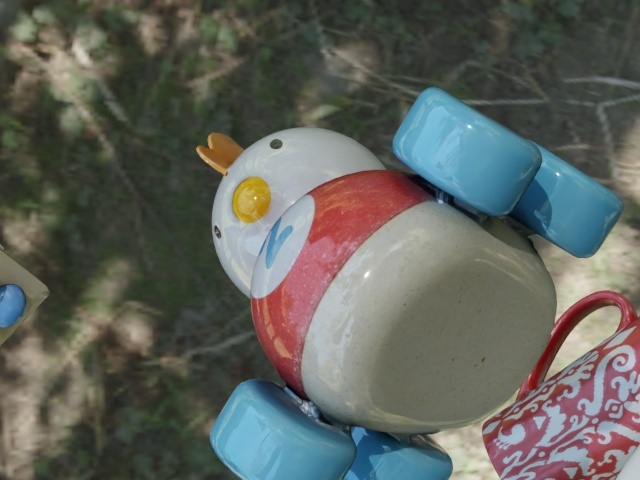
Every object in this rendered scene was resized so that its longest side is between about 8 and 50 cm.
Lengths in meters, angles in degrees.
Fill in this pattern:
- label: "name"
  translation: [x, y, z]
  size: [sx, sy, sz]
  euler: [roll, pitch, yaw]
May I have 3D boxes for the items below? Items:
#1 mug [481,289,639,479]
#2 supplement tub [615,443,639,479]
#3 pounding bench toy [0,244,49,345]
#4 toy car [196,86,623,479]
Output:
- label: "mug"
  translation: [0.223, 0.134, 1.274]
  size: [0.169, 0.150, 0.113]
  euler: [-35, 112, 17]
- label: "supplement tub"
  translation: [0.351, 0.243, 0.958]
  size: [0.241, 0.331, 0.241]
  euler: [-54, 24, 37]
- label: "pounding bench toy"
  translation: [-0.142, 0.006, 0.532]
  size: [0.052, 0.083, 0.065]
  euler: [-47, 56, -4]
- label: "toy car"
  translation: [0.000, 0.000, 0.898]
  size: [0.238, 0.210, 0.219]
  euler: [36, 99, 33]
